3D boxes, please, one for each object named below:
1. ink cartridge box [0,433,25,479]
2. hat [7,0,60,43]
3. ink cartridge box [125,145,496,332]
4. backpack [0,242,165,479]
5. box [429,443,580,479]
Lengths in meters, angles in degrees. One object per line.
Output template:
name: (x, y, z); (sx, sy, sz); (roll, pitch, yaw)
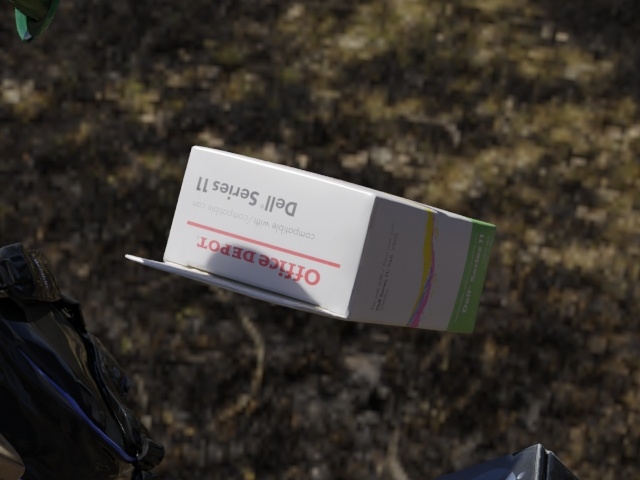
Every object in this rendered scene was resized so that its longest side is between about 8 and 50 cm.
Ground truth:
ink cartridge box: (-0.279, 0.047, 0.790); (0.234, 0.088, 0.193); (41, 3, 34)
hat: (-0.297, -0.275, 1.343); (0.183, 0.209, 0.173); (9, 30, -25)
ink cartridge box: (0.000, 0.000, 1.572); (0.207, 0.119, 0.353); (16, 2, 28)
backpack: (-0.299, 0.141, 1.644); (0.213, 0.276, 0.263); (-34, 14, 7)
box: (0.102, 0.197, 0.669); (0.077, 0.180, 0.147); (-24, 35, 33)
